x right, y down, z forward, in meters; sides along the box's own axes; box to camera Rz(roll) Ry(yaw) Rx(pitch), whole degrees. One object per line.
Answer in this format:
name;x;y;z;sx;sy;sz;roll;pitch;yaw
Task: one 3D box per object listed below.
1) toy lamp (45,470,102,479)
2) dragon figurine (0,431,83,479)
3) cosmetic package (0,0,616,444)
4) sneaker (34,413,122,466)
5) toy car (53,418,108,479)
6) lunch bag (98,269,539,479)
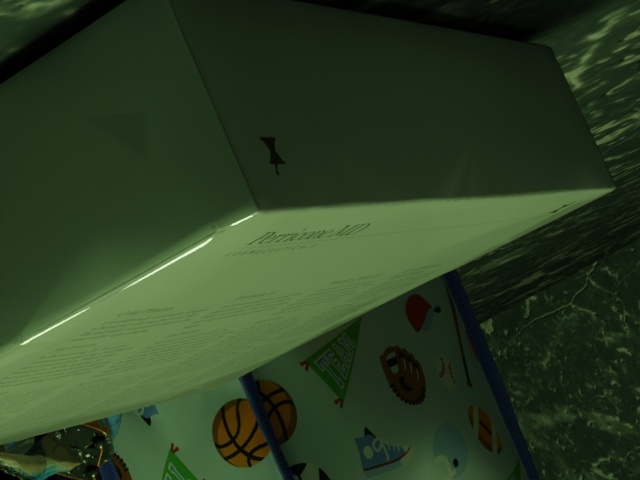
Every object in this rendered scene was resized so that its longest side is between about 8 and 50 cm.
toy lamp;-0.288;0.192;1.077;0.274;0.080;0.080;-5;178;20
dragon figurine;-0.224;0.139;0.878;0.144;0.085;0.289;-42;-158;-9
cosmetic package;-0.057;0.002;0.703;0.284;0.097;0.377;-26;171;27
sneaker;-0.164;0.078;1.024;0.069;0.082;0.209;3;146;-10
toy car;-0.194;0.125;0.992;0.122;0.040;0.060;3;132;7
lunch bag;0.014;0.223;1.258;0.239;0.385;0.328;-32;169;39
